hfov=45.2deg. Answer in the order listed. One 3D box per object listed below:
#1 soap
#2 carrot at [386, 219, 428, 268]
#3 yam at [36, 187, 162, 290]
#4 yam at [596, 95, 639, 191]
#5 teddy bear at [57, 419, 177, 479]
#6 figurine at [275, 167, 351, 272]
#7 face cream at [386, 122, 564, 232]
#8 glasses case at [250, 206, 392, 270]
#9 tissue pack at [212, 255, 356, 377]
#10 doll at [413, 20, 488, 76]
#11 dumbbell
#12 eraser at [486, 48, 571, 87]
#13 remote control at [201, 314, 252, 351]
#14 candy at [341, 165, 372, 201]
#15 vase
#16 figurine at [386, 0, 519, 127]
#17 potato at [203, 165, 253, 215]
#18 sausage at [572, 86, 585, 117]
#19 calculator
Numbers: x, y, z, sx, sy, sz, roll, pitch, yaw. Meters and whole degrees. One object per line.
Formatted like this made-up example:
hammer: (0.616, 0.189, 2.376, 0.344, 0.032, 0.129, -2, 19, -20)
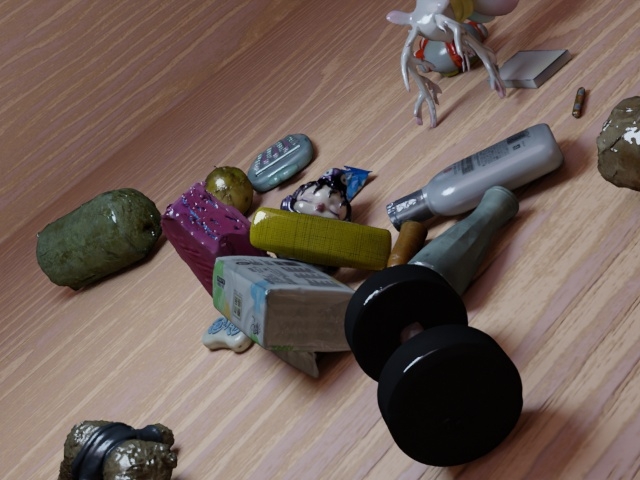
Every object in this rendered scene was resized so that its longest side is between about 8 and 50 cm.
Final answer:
soap: (-0.176, 0.016, 1.363, 0.099, 0.250, 0.162, -44, 24, -25)
carrot: (0.130, 0.026, 1.204, 0.048, 0.048, 0.139, -15, 32, 36)
yam: (-0.554, -0.009, 1.950, 0.300, 0.195, 0.195, -23, 27, 25)
yam: (0.460, -0.117, 0.948, 0.129, 0.128, 0.238, -52, 29, -11)
teddy bear: (-0.313, 0.320, 1.121, 0.251, 0.129, 0.182, -7, 38, 47)
figurine: (-0.005, -0.032, 1.410, 0.145, 0.145, 0.222, -13, 36, 39)
face cream: (0.245, -0.095, 1.246, 0.291, 0.071, 0.144, -26, 14, 16)
glasses case: (0.000, 0.000, 1.263, 0.234, 0.079, 0.064, 10, -3, 6)
tissue pack: (-0.060, 0.116, 1.179, 0.159, 0.145, 0.229, 3, 9, -27)
doll: (0.309, -0.461, 1.821, 0.199, 0.105, 0.336, -27, 18, 11)
dumbbell: (0.123, 0.136, 0.885, 0.152, 0.152, 0.218, -33, 25, 2)
eraser: (0.418, -0.346, 1.554, 0.104, 0.023, 0.150, -42, 25, -12)
remote control: (-0.155, 0.159, 1.336, 0.122, 0.032, 0.074, -4, 38, 47)
candy: (0.038, -0.099, 1.568, 0.088, 0.038, 0.136, 21, 65, 46)
vase: (0.212, 0.002, 1.111, 0.086, 0.086, 0.214, -1, 36, 50)
figurine: (0.283, -0.420, 1.552, 0.206, 0.284, 0.315, -8, 29, 52)
potato: (-0.229, -0.095, 1.794, 0.176, 0.137, 0.137, -40, 12, 50)
sausage: (0.447, -0.240, 1.331, 0.015, 0.015, 0.100, -16, 30, 36)
calculator: (-0.100, -0.193, 1.902, 0.185, 0.041, 0.299, -33, 22, 5)
